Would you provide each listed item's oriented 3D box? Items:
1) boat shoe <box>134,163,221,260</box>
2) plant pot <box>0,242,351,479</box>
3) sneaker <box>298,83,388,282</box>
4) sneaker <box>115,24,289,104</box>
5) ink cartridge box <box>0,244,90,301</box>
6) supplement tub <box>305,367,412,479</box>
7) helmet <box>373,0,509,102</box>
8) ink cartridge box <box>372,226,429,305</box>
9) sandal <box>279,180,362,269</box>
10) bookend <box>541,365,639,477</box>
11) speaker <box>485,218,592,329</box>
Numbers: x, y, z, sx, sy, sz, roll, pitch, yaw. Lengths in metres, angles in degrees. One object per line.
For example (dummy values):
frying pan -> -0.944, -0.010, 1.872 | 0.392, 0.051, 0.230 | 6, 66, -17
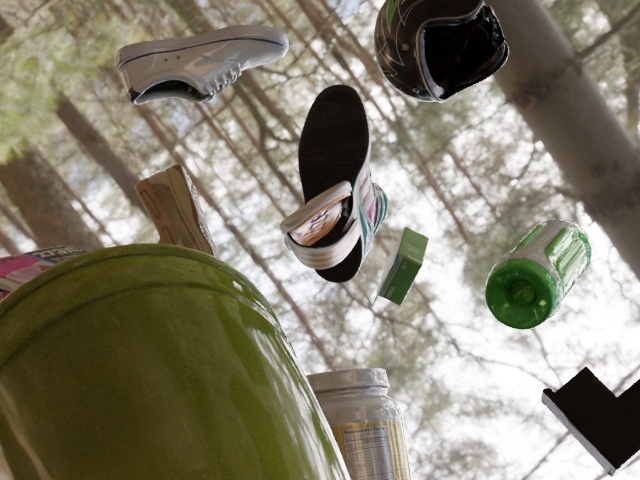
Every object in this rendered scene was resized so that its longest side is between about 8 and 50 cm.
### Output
boat shoe -> -0.243, 0.029, 1.555 | 0.110, 0.341, 0.121 | -21, 157, -2
plant pot -> -0.122, 0.234, 0.758 | 0.366, 0.366, 0.353 | -38, -146, -10
sneaker -> 0.041, -0.099, 1.351 | 0.124, 0.295, 0.178 | 4, -164, 9
sneaker -> -0.168, -0.251, 1.285 | 0.258, 0.091, 0.094 | -13, 168, -10
ink cartridge box -> -0.327, 0.066, 1.132 | 0.371, 0.069, 0.176 | 11, -166, 29
supplement tub -> 0.041, 0.410, 1.555 | 0.241, 0.331, 0.241 | -7, 164, -2
helmet -> 0.149, -0.268, 1.142 | 0.162, 0.169, 0.169 | -27, -167, 12
ink cartridge box -> 0.172, 0.063, 1.838 | 0.109, 0.062, 0.209 | -64, 179, 25
sandal -> 0.009, -0.006, 1.111 | 0.102, 0.076, 0.265 | -34, 174, -6
bookend -> 0.451, 0.249, 1.333 | 0.156, 0.157, 0.072 | -39, 154, -7
speaker -> 0.379, 0.050, 1.486 | 0.131, 0.131, 0.296 | -28, -179, 33
